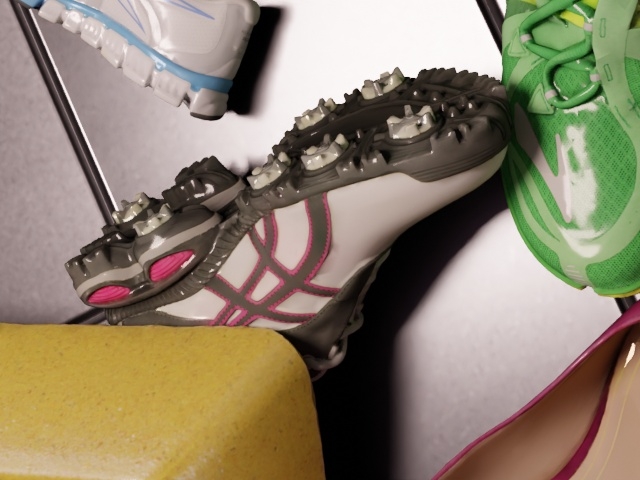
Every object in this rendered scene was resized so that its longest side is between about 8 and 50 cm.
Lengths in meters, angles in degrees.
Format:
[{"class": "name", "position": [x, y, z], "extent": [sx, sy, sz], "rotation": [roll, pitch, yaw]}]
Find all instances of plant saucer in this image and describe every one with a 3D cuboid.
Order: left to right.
[{"class": "plant saucer", "position": [-0.151, 0.211, 0.909], "extent": [0.332, 0.081, 0.333], "rotation": [0, 108, 24]}]

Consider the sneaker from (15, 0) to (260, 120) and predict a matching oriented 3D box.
[{"class": "sneaker", "position": [-0.113, -0.146, 0.919], "extent": [0.190, 0.071, 0.083], "rotation": [32, 100, 10]}]

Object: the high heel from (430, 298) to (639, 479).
[{"class": "high heel", "position": [0.111, 0.120, 0.764], "extent": [0.127, 0.181, 0.377], "rotation": [46, 111, 29]}]

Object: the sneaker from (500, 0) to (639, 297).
[{"class": "sneaker", "position": [0.120, -0.121, 0.778], "extent": [0.109, 0.123, 0.296], "rotation": [3, 94, 28]}]

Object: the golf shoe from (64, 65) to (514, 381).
[{"class": "golf shoe", "position": [0.000, 0.000, 0.855], "extent": [0.273, 0.105, 0.120], "rotation": [-23, 108, 39]}]
